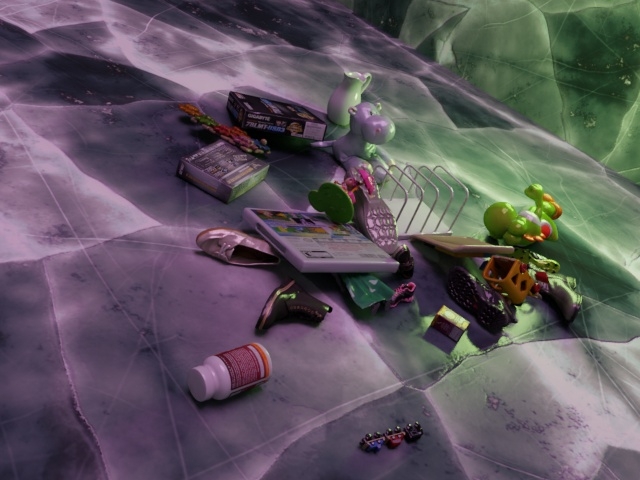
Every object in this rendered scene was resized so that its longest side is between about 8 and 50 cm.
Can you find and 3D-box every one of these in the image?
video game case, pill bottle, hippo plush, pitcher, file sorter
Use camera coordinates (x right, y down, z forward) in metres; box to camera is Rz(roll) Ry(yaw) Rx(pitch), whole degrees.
[{"bbox_3d":[0.000,0.000,1.701,0.329,0.036,0.300,2,27,-40],"label":"video game case"},{"bbox_3d":[-0.175,0.257,1.242,0.152,0.086,0.086,-12,45,-43],"label":"pill bottle"},{"bbox_3d":[0.168,-0.362,2.229,0.234,0.236,0.294,-13,46,-43],"label":"hippo plush"},{"bbox_3d":[0.120,-0.567,2.533,0.125,0.207,0.178,39,35,25],"label":"pitcher"},{"bbox_3d":[0.293,-0.131,2.025,0.278,0.173,0.193,-4,40,-35],"label":"file sorter"}]

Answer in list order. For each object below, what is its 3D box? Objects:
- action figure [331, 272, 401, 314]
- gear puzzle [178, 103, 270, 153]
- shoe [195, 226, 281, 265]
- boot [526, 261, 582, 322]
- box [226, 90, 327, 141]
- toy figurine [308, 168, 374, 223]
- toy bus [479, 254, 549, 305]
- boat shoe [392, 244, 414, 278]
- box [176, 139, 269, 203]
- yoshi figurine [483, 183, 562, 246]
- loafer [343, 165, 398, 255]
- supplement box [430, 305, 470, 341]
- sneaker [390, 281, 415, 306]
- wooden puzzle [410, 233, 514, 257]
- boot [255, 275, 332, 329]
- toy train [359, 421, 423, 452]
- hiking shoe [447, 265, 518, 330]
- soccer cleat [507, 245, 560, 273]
[{"bbox_3d":[0.087,0.102,1.656,0.137,0.063,0.232,-8,37,-37],"label":"action figure"},{"bbox_3d":[-0.318,-0.374,2.084,0.339,0.044,0.175,31,16,19],"label":"gear puzzle"},{"bbox_3d":[-0.199,0.020,1.588,0.219,0.076,0.058,11,27,-22],"label":"shoe"},{"bbox_3d":[0.695,0.155,1.949,0.161,0.083,0.246,20,24,5],"label":"boot"},{"bbox_3d":[-0.159,-0.435,2.240,0.293,0.073,0.295,9,20,-22],"label":"box"},{"bbox_3d":[0.077,-0.143,1.841,0.173,0.130,0.159,8,35,46],"label":"toy figurine"},{"bbox_3d":[0.549,0.134,1.843,0.202,0.191,0.104,31,72,10],"label":"toy bus"},{"bbox_3d":[0.234,0.059,1.752,0.049,0.056,0.152,51,-3,27],"label":"boat shoe"},{"bbox_3d":[-0.285,-0.210,1.897,0.183,0.056,0.231,29,32,10],"label":"box"},{"bbox_3d":[0.663,-0.078,2.146,0.203,0.203,0.362,-7,6,36],"label":"yoshi figurine"},{"bbox_3d":[0.144,-0.077,1.918,0.112,0.111,0.319,-2,56,-22],"label":"loafer"},{"bbox_3d":[0.335,0.215,1.657,0.083,0.043,0.055,33,32,15],"label":"supplement box"},{"bbox_3d":[0.206,0.137,1.682,0.119,0.057,0.047,-12,48,-41],"label":"sneaker"},{"bbox_3d":[0.420,0.019,1.924,0.221,0.044,0.239,2,7,-29],"label":"wooden puzzle"},{"bbox_3d":[-0.055,0.165,1.471,0.137,0.077,0.198,31,34,4],"label":"boot"},{"bbox_3d":[0.145,0.398,1.287,0.158,0.027,0.036,-1,50,-34],"label":"toy train"},{"bbox_3d":[0.448,0.161,1.790,0.114,0.086,0.227,5,39,-49],"label":"hiking shoe"},{"bbox_3d":[0.692,0.065,2.097,0.179,0.060,0.072,21,9,3],"label":"soccer cleat"}]
